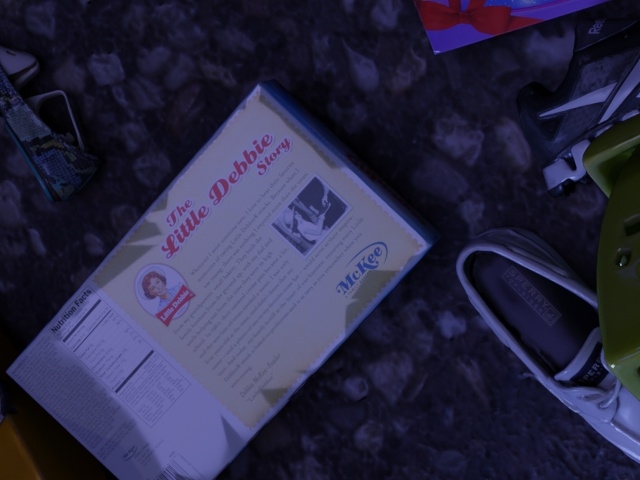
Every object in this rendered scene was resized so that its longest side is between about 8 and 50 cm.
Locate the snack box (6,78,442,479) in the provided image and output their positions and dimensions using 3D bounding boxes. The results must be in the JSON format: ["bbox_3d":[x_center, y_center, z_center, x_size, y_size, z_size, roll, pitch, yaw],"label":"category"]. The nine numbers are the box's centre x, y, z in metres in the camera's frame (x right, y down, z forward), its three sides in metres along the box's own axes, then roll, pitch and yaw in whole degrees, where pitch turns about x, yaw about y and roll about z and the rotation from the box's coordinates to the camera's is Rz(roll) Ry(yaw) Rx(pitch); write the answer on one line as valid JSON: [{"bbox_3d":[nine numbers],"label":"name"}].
[{"bbox_3d":[-0.079,0.050,1.537,0.187,0.060,0.322,43,104,3],"label":"snack box"}]

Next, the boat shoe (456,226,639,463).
[{"bbox_3d":[0.210,0.089,1.459,0.267,0.088,0.096,46,108,11],"label":"boat shoe"}]

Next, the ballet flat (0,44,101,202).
[{"bbox_3d":[-0.251,-0.119,1.631,0.070,0.070,0.188,-38,84,20],"label":"ballet flat"}]

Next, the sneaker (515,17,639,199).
[{"bbox_3d":[0.241,-0.133,1.430,0.234,0.078,0.106,-34,86,22],"label":"sneaker"}]

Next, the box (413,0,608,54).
[{"bbox_3d":[0.184,-0.273,1.410,0.293,0.057,0.201,-15,115,21],"label":"box"}]

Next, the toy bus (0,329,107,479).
[{"bbox_3d":[-0.320,0.120,1.621,0.333,0.108,0.130,46,104,20],"label":"toy bus"}]

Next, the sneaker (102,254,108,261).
[{"bbox_3d":[-0.156,0.081,1.613,0.070,0.051,0.134,-40,86,14],"label":"sneaker"}]

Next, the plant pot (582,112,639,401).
[{"bbox_3d":[0.319,0.005,1.325,0.227,0.228,0.207,-25,51,22],"label":"plant pot"}]
